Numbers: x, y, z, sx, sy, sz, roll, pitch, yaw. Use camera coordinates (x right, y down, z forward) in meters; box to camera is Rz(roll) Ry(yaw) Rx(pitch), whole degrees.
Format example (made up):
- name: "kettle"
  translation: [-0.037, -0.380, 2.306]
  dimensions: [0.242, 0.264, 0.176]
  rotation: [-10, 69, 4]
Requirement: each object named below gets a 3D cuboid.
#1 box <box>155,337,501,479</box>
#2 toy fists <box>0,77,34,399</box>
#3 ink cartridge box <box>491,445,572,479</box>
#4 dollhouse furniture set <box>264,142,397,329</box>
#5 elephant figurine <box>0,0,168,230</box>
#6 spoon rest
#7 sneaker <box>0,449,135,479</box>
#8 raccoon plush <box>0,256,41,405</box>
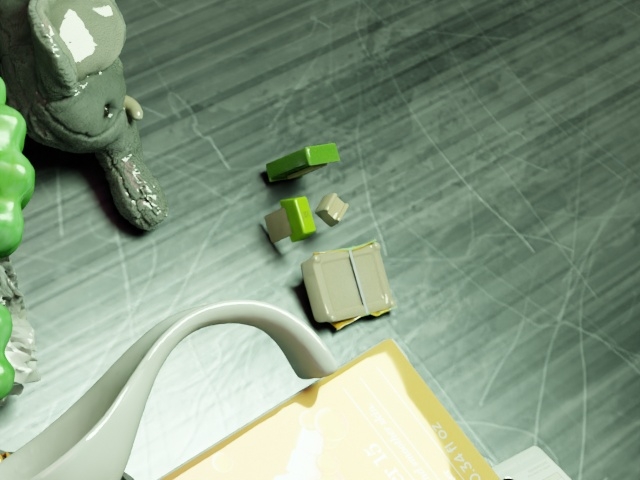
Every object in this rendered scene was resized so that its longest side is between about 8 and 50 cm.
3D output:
- name: "box"
  translation: [-0.038, 0.253, 1.090]
  dimensions: [0.345, 0.168, 0.215]
  rotation: [-30, 74, -34]
- name: "toy fists"
  translation: [-0.259, 0.021, 1.050]
  dimensions: [0.142, 0.096, 0.279]
  rotation: [5, 75, -5]
- name: "ink cartridge box"
  translation: [0.169, 0.258, 1.272]
  dimensions: [0.145, 0.045, 0.179]
  rotation: [-21, 52, -32]
- name: "dollhouse furniture set"
  translation: [0.000, 0.000, 1.360]
  dimensions: [0.076, 0.058, 0.152]
  rotation: [-13, 84, -38]
- name: "elephant figurine"
  translation: [-0.208, -0.147, 1.276]
  dimensions: [0.186, 0.169, 0.239]
  rotation: [1, 65, -11]
- name: "spoon rest"
  translation: [-0.125, 0.111, 1.050]
  dimensions: [0.276, 0.137, 0.084]
  rotation: [-27, 94, -25]
- name: "sneaker"
  translation: [-0.220, 0.176, 1.114]
  dimensions: [0.214, 0.083, 0.084]
  rotation: [3, 58, -23]
- name: "raccoon plush"
  translation: [-0.396, -0.075, 1.133]
  dimensions: [0.299, 0.216, 0.446]
  rotation: [-16, 67, -22]
